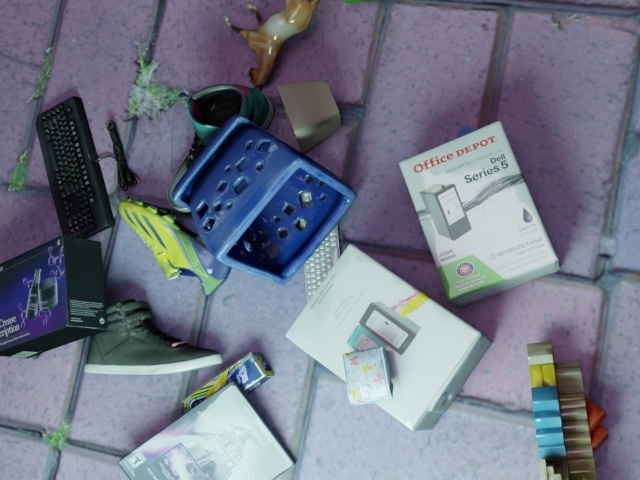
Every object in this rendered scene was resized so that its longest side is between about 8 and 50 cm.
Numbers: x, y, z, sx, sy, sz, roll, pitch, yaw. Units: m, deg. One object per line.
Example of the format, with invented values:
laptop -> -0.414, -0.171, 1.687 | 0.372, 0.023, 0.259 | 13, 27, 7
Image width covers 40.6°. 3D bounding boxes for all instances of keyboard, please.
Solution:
keyboard -> 0.000, 0.000, 1.668 | 0.072, 0.014, 0.255 | -9, 76, 15
keyboard -> -0.500, -0.166, 1.849 | 0.202, 0.033, 0.317 | -23, 74, 11

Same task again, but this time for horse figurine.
horse figurine -> -0.084, -0.450, 1.742 | 0.263, 0.066, 0.174 | -38, 65, 19

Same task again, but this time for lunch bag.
lunch bag -> 0.076, 0.217, 1.369 | 0.071, 0.053, 0.083 | -14, 66, 12

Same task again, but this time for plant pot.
plant pot -> -0.115, -0.084, 1.602 | 0.212, 0.236, 0.236 | 43, 98, 32
plant pot -> -0.017, -0.250, 1.684 | 0.096, 0.109, 0.109 | -21, 73, -2

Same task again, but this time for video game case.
video game case -> -0.212, 0.412, 1.606 | 0.274, 0.026, 0.196 | -36, 92, 8

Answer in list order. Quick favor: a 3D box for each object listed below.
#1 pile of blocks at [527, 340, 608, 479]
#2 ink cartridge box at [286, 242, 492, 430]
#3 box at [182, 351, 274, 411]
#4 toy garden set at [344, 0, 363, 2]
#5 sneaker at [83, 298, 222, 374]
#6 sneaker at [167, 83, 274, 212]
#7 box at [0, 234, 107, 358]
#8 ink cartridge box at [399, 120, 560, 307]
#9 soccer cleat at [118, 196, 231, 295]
pile of blocks -> 0.412, 0.339, 1.398 | 0.113, 0.149, 0.361 | -9, 76, 16
ink cartridge box -> 0.125, 0.172, 1.496 | 0.270, 0.198, 0.197 | 35, 90, 20
box -> -0.174, 0.280, 1.638 | 0.169, 0.059, 0.054 | -37, 74, 7
toy garden set -> 0.067, -0.596, 1.757 | 0.204, 0.049, 0.244 | 1, 84, 22
sneaker -> -0.329, 0.185, 1.680 | 0.296, 0.104, 0.146 | -3, 83, 21
sneaker -> -0.221, -0.191, 1.689 | 0.124, 0.178, 0.295 | 38, 92, 20
box -> -0.551, 0.116, 1.723 | 0.261, 0.103, 0.184 | -21, 67, 33
ink cartridge box -> 0.280, -0.045, 1.537 | 0.199, 0.115, 0.272 | -22, 73, 12
soccer cleat -> -0.304, 0.009, 1.720 | 0.289, 0.093, 0.121 | 30, 95, 21
